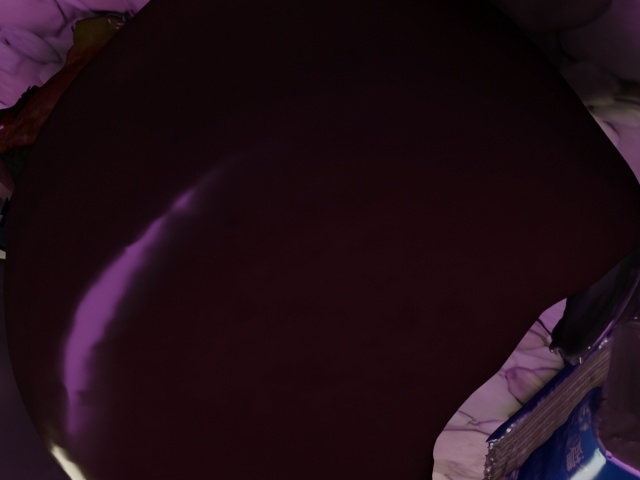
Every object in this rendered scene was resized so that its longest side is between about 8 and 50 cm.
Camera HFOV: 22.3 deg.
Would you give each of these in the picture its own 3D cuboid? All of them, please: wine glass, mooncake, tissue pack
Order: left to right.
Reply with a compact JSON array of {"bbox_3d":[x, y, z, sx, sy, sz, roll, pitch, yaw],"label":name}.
[{"bbox_3d":[0.000,0.000,0.851,0.334,0.174,0.325,-9,128,-14],"label":"mooncake"},{"bbox_3d":[0.231,0.181,1.122,0.209,0.137,0.269,27,153,-2],"label":"tissue pack"},{"bbox_3d":[0.256,0.079,0.967,0.222,0.103,0.103,29,152,-5],"label":"wine glass"}]

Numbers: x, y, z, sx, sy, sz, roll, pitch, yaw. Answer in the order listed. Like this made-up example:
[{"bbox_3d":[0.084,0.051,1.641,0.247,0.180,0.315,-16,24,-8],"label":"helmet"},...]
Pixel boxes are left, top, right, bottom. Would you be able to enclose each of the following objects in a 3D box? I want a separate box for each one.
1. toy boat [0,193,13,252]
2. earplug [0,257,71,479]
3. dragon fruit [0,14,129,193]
[{"bbox_3d":[-0.175,0.006,1.227,0.141,0.055,0.060,23,175,3],"label":"toy boat"},{"bbox_3d":[-0.216,0.190,1.263,0.394,0.312,0.313,28,152,-19],"label":"earplug"},{"bbox_3d":[-0.089,-0.025,1.041,0.268,0.130,0.295,21,153,16],"label":"dragon fruit"}]
